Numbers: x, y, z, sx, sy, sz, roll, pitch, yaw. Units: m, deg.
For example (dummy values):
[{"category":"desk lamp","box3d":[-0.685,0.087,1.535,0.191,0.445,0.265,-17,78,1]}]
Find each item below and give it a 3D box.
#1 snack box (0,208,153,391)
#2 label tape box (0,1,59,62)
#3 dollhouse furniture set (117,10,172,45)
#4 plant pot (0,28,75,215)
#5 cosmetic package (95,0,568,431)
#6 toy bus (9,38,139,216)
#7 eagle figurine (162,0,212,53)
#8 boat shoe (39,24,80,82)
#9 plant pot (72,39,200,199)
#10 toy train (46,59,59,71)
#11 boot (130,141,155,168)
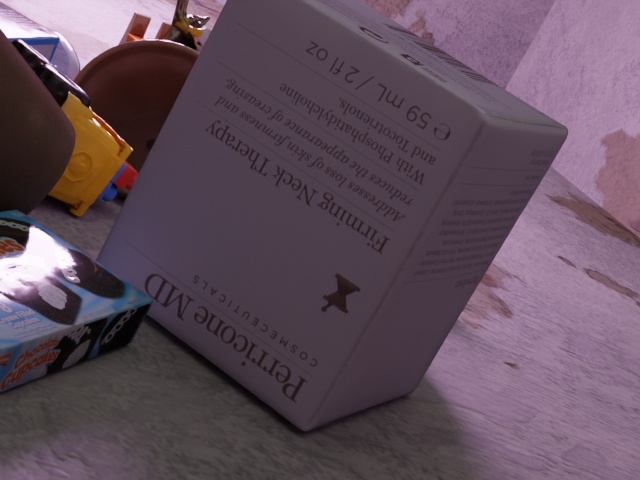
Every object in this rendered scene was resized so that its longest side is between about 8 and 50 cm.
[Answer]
[{"category":"snack box","box3d":[-0.312,0.053,1.316,0.187,0.060,0.322,32,15,13]},{"category":"label tape box","box3d":[-0.581,-0.325,1.974,0.347,0.115,0.249,33,16,8]},{"category":"dollhouse furniture set","box3d":[-0.213,-0.333,2.626,0.259,0.135,0.262,11,23,-49]},{"category":"plant pot","box3d":[-0.393,-0.132,1.490,0.229,0.263,0.263,41,7,-31]},{"category":"cosmetic package","box3d":[0.019,-0.048,1.603,0.329,0.394,0.327,34,15,19]},{"category":"toy bus","box3d":[-0.332,-0.130,1.758,0.211,0.149,0.220,33,5,-44]},{"category":"eagle figurine","box3d":[-0.116,-0.260,2.027,0.298,0.226,0.225,15,21,27]},{"category":"boat shoe","box3d":[-0.429,-0.303,2.232,0.076,0.083,0.226,12,21,-44]},{"category":"plant pot","box3d":[-0.233,-0.149,1.930,0.237,0.237,0.110,31,-21,7]},{"category":"toy train","box3d":[-0.396,-0.191,1.911,0.105,0.080,0.184,61,10,2]},{"category":"boot","box3d":[-0.210,-0.114,2.067,0.248,0.090,0.207,34,28,14]}]
